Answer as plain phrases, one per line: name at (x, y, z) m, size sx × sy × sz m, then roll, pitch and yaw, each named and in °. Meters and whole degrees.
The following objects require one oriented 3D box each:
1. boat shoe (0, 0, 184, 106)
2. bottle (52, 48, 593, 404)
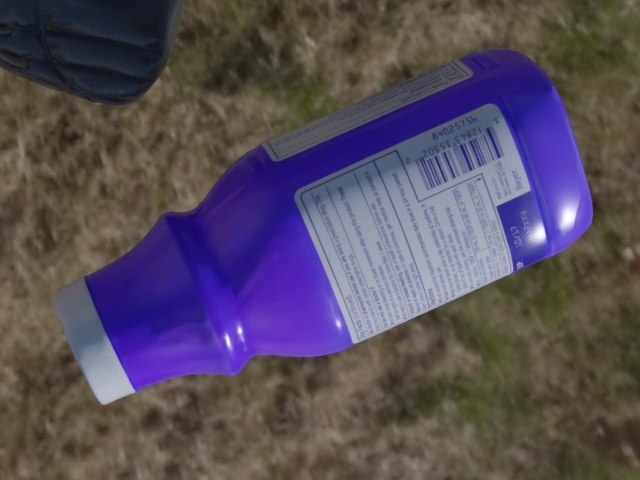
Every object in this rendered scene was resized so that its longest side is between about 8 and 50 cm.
boat shoe at (-0.087, -0.216, 0.784) m, size 0.132 × 0.130 × 0.355 m, roll 23°, pitch 142°, yaw -14°
bottle at (0.000, 0.000, 0.837) m, size 0.282 × 0.092 × 0.118 m, roll -25°, pitch 118°, yaw -4°
